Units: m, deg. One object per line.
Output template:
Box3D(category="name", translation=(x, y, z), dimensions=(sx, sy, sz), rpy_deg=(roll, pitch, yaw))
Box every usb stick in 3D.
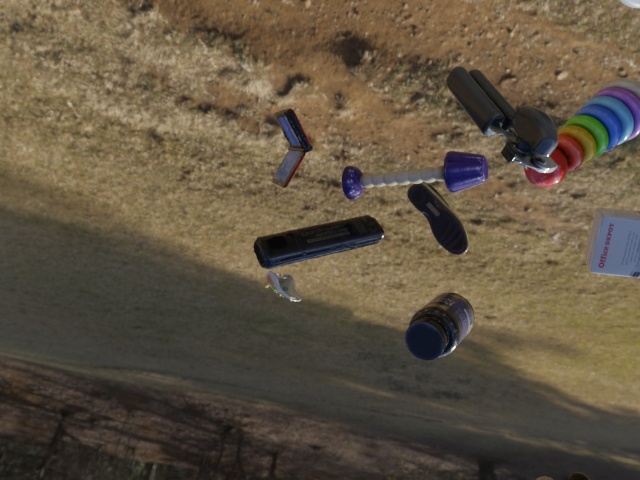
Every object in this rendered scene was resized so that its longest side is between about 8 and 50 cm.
Box3D(category="usb stick", translation=(0.000, 0.000, 1.059), dimensions=(0.278, 0.077, 0.045), rpy_deg=(-13, 139, -25))

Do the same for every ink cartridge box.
Box3D(category="ink cartridge box", translation=(0.758, 0.008, 1.243), dimensions=(0.203, 0.148, 0.086), rpy_deg=(7, -157, 14))

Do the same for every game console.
Box3D(category="game console", translation=(-0.076, -0.181, 1.015), dimensions=(0.124, 0.085, 0.144), rpy_deg=(62, 171, -17))

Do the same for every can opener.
Box3D(category="can opener", translation=(0.300, -0.209, 0.852), dimensions=(0.074, 0.280, 0.093), rpy_deg=(3, 131, -25))

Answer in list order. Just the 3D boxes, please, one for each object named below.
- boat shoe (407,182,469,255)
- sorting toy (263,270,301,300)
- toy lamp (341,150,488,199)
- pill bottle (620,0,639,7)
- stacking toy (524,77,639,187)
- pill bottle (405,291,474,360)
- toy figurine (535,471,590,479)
Box3D(category="boat shoe", translation=(0.370, -0.076, 1.587), dimensions=(0.095, 0.257, 0.095), rpy_deg=(-34, 179, 28))
Box3D(category="sorting toy", translation=(-0.079, 0.108, 1.155), dimensions=(0.075, 0.045, 0.083), rpy_deg=(40, -169, 27))
Box3D(category="toy lamp", translation=(0.176, -0.124, 0.994), dimensions=(0.274, 0.080, 0.080), rpy_deg=(-2, 155, 29))
Box3D(category="pill bottle", translation=(0.566, -0.570, 0.955), dimensions=(0.160, 0.283, 0.160), rpy_deg=(-3, 143, -3))
Box3D(category="stacking toy", translation=(0.589, -0.225, 1.164), dimensions=(0.141, 0.330, 0.141), rpy_deg=(48, 163, 20))
Box3D(category="pill bottle", translation=(0.288, 0.209, 1.264), dimensions=(0.123, 0.123, 0.219), rpy_deg=(-2, -172, 31))
Box3D(category="toy figurine", translation=(0.656, 0.668, 1.282), dimensions=(0.213, 0.148, 0.209), rpy_deg=(11, 167, -26))
